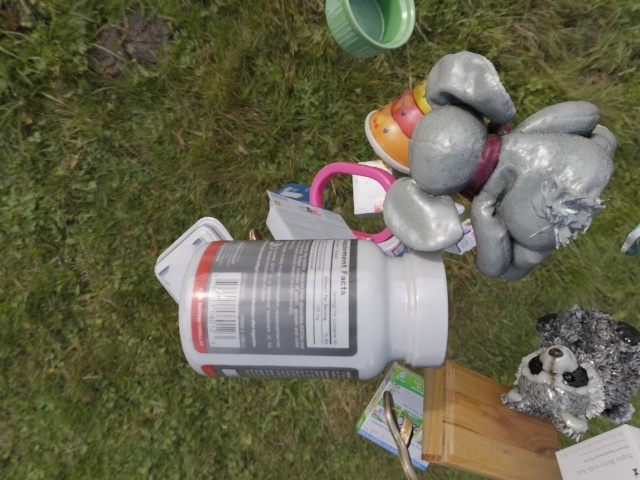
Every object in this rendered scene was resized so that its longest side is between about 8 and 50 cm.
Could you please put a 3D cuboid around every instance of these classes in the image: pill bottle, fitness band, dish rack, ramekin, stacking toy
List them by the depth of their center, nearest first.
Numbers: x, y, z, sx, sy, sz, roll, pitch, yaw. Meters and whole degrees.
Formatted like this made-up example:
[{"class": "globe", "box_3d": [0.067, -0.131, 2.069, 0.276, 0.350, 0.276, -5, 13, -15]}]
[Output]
[{"class": "pill bottle", "box_3d": [-0.005, 0.103, 0.652, 0.362, 0.210, 0.211, 0, 106, 6]}, {"class": "fitness band", "box_3d": [0.089, -0.099, 1.138, 0.054, 0.290, 0.209, -14, 114, -47]}, {"class": "dish rack", "box_3d": [-0.334, 0.130, 1.281, 0.285, 0.072, 0.333, -37, 93, 18]}, {"class": "ramekin", "box_3d": [0.163, -0.781, 1.457, 0.303, 0.148, 0.304, 0, 89, -32]}, {"class": "pill bottle", "box_3d": [0.310, 0.056, 1.716, 0.107, 0.108, 0.180, -37, 121, 6]}, {"class": "stacking toy", "box_3d": [0.438, -0.533, 1.721, 0.350, 0.351, 0.480, 32, 134, -13]}]

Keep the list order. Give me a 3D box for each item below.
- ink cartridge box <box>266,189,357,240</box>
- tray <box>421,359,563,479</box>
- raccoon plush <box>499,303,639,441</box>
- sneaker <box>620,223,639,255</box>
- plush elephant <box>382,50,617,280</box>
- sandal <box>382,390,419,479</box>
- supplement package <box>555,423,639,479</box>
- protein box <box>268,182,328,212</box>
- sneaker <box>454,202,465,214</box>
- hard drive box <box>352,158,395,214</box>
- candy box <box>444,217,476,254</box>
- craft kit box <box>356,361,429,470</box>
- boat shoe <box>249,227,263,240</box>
[{"class": "ink cartridge box", "box_3d": [0.000, 0.000, 0.891, 0.223, 0.224, 0.045, 15, 120, -38]}, {"class": "tray", "box_3d": [0.407, 0.437, 0.985, 0.410, 0.203, 0.076, 27, 147, -25]}, {"class": "raccoon plush", "box_3d": [0.602, 0.368, 0.951, 0.299, 0.216, 0.447, -46, 105, -26]}, {"class": "sneaker", "box_3d": [0.877, 0.016, 1.163, 0.065, 0.076, 0.166, -46, 146, 7]}, {"class": "plush elephant", "box_3d": [0.232, -0.096, 0.594, 0.255, 0.330, 0.272, 34, 109, 19]}, {"class": "sandal", "box_3d": [0.171, 0.394, 0.867, 0.048, 0.180, 0.072, -22, 143, 6]}, {"class": "supplement package", "box_3d": [0.581, 0.512, 0.741, 0.175, 0.293, 0.178, 20, 133, -13]}, {"class": "protein box", "box_3d": [-0.094, -0.155, 1.921, 0.201, 0.200, 0.136, 12, 118, 23]}, {"class": "sneaker", "box_3d": [0.374, -0.140, 1.432, 0.228, 0.087, 0.093, 20, 106, 26]}, {"class": "hard drive box", "box_3d": [0.240, -0.228, 1.886, 0.180, 0.089, 0.233, -6, 81, 17]}, {"class": "candy box", "box_3d": [0.597, -0.026, 1.722, 0.196, 0.165, 0.070, -30, 98, -4]}, {"class": "craft kit box", "box_3d": [0.279, 0.549, 1.340, 0.249, 0.061, 0.247, 31, 96, -2]}, {"class": "boat shoe", "box_3d": [-0.265, 0.026, 1.903, 0.060, 0.064, 0.178, -23, 80, 33]}]
